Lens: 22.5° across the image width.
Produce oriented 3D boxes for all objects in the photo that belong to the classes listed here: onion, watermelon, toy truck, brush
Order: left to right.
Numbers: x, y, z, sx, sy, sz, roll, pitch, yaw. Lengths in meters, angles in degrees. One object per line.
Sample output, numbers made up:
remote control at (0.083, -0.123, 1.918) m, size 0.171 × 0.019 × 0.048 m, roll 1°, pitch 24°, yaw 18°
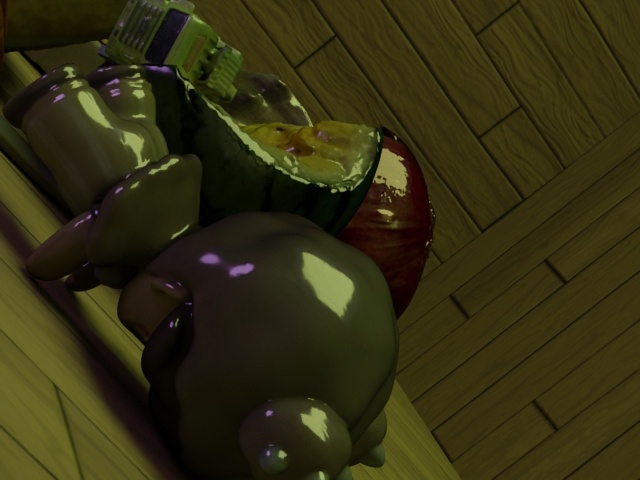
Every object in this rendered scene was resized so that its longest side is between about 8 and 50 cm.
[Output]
brush at (-0.308, -0.147, 1.392) m, size 0.321 × 0.050 × 0.060 m, roll 51°, pitch -2°, yaw -40°
toy truck at (-0.133, -0.174, 1.573) m, size 0.116 × 0.085 × 0.191 m, roll 27°, pitch -6°, yaw 12°
watermelon at (-0.115, -0.047, 1.553) m, size 0.331 × 0.331 × 0.189 m, roll 47°, pitch 49°, yaw -68°
onion at (0.007, 0.001, 2.207) m, size 0.341 × 0.341 × 0.341 m, roll 52°, pitch 2°, yaw -3°

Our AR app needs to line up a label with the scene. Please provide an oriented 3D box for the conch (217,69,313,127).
conch at (-0.127, -0.070, 1.836) m, size 0.324 × 0.263 × 0.186 m, roll 15°, pitch 9°, yaw 27°

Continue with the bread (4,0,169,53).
bread at (-0.259, -0.329, 1.687) m, size 0.395 × 0.264 × 0.239 m, roll -109°, pitch -168°, yaw -66°

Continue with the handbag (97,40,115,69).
handbag at (-0.266, -0.172, 2.319) m, size 0.203 × 0.074 × 0.216 m, roll 54°, pitch 1°, yaw 37°

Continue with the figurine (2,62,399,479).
figurine at (-0.082, 0.028, 1.205) m, size 0.380 × 0.203 × 0.248 m, roll 51°, pitch 6°, yaw 9°

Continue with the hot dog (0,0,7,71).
hot dog at (-0.305, -0.199, 1.442) m, size 0.165 × 0.045 × 0.071 m, roll 116°, pitch -21°, yaw -68°

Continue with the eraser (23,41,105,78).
eraser at (-0.386, -0.320, 1.994) m, size 0.130 × 0.086 × 0.287 m, roll 52°, pitch 2°, yaw 42°
